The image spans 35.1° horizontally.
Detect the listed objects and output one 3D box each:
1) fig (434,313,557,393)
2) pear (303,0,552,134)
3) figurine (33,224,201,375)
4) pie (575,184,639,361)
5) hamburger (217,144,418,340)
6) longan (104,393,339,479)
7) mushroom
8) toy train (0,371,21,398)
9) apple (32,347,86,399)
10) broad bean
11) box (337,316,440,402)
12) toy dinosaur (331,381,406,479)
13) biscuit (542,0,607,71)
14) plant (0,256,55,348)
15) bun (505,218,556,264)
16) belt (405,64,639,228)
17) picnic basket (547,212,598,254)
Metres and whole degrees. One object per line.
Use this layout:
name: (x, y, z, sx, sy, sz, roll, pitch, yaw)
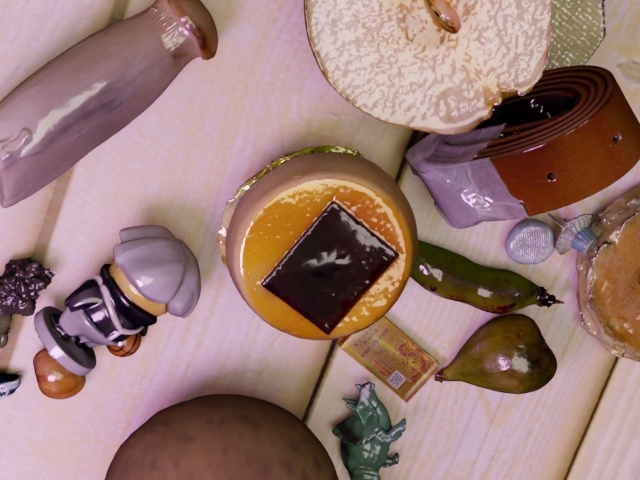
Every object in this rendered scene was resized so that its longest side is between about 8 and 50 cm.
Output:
fig: (0.285, 0.203, 1.627, 0.185, 0.126, 0.133, -34, 121, -5)
pear: (0.130, -0.345, 1.427, 0.340, 0.191, 0.386, -35, 108, 3)
figurine: (-0.282, 0.088, 1.482, 0.236, 0.133, 0.176, -38, 146, 7)
pie: (0.574, 0.052, 1.664, 0.339, 0.083, 0.339, -3, 104, -13)
hamburger: (0.000, 0.000, 1.491, 0.300, 0.176, 0.300, -1, 106, -5)
longan: (-0.148, 0.399, 1.504, 0.361, 0.361, 0.361, -2, 104, -10)
mushroom: (-0.322, -0.204, 1.400, 0.407, 0.154, 0.137, -41, 66, -1)
toy train: (-0.550, 0.236, 1.516, 0.207, 0.043, 0.047, -12, 108, -8)
apple: (-0.392, 0.197, 1.519, 0.071, 0.084, 0.084, -18, 106, -17)
broad bean: (0.231, 0.064, 1.612, 0.339, 0.061, 0.077, 18, 84, -15)
box: (0.112, 0.186, 1.641, 0.156, 0.022, 0.089, 39, 95, -17)
toy dinosaur: (0.096, 0.365, 1.655, 0.120, 0.079, 0.292, -16, 103, -1)
biscuit: (0.344, -0.305, 1.552, 0.147, 0.046, 0.250, 32, 97, -15)
plant: (-0.462, 0.097, 1.484, 0.085, 0.087, 0.174, 40, 98, 18)
bun: (0.336, 0.002, 1.626, 0.083, 0.045, 0.083, -2, 104, -7)
belt: (0.289, -0.131, 1.454, 0.122, 0.339, 0.217, 53, 47, -26)
picnic basket: (0.401, -0.014, 1.608, 0.065, 0.083, 0.083, 3, 123, -54)
